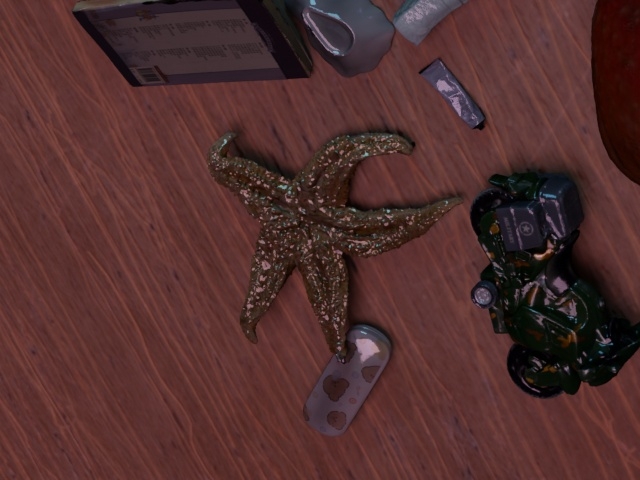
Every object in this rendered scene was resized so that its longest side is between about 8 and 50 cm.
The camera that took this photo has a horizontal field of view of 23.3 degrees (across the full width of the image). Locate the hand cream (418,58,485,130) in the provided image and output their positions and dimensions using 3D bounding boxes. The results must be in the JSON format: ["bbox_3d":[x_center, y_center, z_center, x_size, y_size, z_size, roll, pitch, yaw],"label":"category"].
[{"bbox_3d":[0.148,-0.158,1.705,0.030,0.019,0.093,-39,89,33],"label":"hand cream"}]

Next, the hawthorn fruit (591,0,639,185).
[{"bbox_3d":[0.375,-0.158,1.490,0.258,0.258,0.262,-36,70,30],"label":"hawthorn fruit"}]

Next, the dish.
[{"bbox_3d":[0.011,-0.237,1.704,0.137,0.039,0.091,42,121,-3],"label":"dish"}]

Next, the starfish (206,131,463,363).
[{"bbox_3d":[0.001,-0.001,1.807,0.299,0.060,0.302,16,113,7],"label":"starfish"}]

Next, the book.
[{"bbox_3d":[-0.141,-0.226,1.731,0.231,0.026,0.157,-1,153,22],"label":"book"}]

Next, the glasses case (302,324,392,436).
[{"bbox_3d":[0.032,0.171,1.884,0.063,0.041,0.164,32,120,5],"label":"glasses case"}]

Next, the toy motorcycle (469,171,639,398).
[{"bbox_3d":[0.263,0.052,1.696,0.187,0.125,0.275,-6,111,33],"label":"toy motorcycle"}]

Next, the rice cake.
[{"bbox_3d":[0.173,-0.289,1.616,0.245,0.042,0.045,-34,109,31],"label":"rice cake"}]
